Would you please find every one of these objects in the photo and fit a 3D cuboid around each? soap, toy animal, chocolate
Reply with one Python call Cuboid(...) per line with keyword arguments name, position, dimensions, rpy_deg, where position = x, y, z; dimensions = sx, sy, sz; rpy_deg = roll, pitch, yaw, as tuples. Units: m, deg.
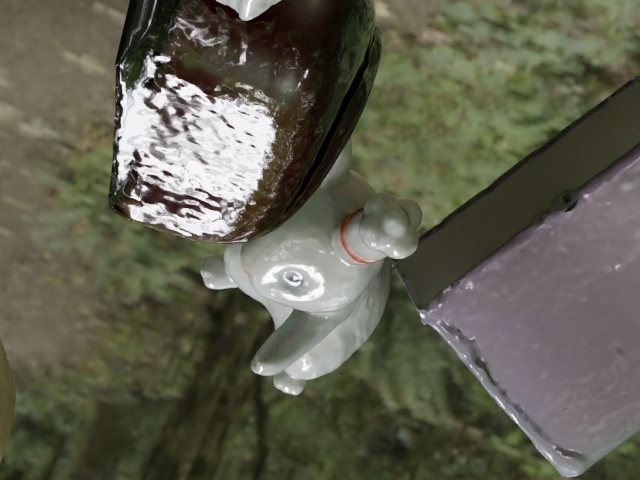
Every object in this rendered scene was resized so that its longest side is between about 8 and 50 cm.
Cuboid(name="soap", position=(0.262, 0.044, 1.536), dimensions=(0.285, 0.296, 0.107), rpy_deg=(51, -172, -31))
Cuboid(name="toy animal", position=(-0.013, 0.008, 1.182), dimensions=(0.140, 0.138, 0.282), rpy_deg=(63, 174, 14))
Cuboid(name="chocolate", position=(-0.023, -0.059, 0.605), dimensions=(0.080, 0.125, 0.148), rpy_deg=(17, 171, 4))

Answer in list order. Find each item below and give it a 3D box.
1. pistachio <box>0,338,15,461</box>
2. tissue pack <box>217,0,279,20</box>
Cuboid(name="pistachio", position=(-0.331, 0.142, 1.314), dimensions=(0.214, 0.193, 0.318), rpy_deg=(57, 156, 2))
Cuboid(name="tissue pack", position=(0.081, -0.208, 0.534), dimensions=(0.071, 0.325, 0.170), rpy_deg=(40, 144, 22))
